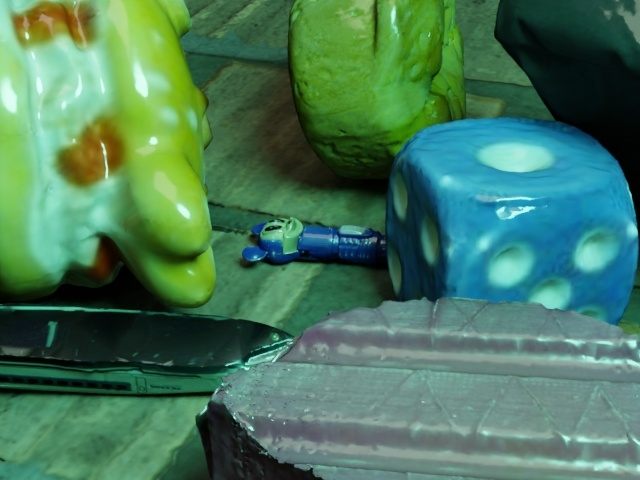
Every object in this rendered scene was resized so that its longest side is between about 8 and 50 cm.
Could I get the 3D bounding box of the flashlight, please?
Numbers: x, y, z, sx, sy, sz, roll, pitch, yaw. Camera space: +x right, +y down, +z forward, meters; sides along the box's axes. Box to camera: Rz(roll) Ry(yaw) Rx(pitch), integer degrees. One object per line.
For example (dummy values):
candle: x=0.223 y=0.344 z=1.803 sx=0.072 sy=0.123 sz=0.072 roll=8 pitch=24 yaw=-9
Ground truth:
flashlight: x=0.000 y=0.000 z=0.866 sx=0.121 sy=0.035 sz=0.057 roll=3 pitch=32 yaw=10

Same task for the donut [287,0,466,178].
donut: x=0.057 y=-0.158 z=0.956 sx=0.128 sy=0.209 sz=0.261 roll=-5 pitch=23 yaw=15

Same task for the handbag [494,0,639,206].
handbag: x=0.305 y=-0.112 z=0.769 sx=0.275 sy=0.302 sz=0.178 roll=24 pitch=85 yaw=38

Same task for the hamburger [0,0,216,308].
hamburger: x=-0.173 y=-0.079 z=0.807 sx=0.186 sy=0.261 sz=0.303 roll=-6 pitch=34 yaw=-13

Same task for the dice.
dice: x=0.126 y=0.000 z=0.756 sx=0.143 sy=0.146 sz=0.146 roll=-8 pitch=32 yaw=-11

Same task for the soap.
soap: x=0.074 y=0.123 z=0.598 sx=0.289 sy=0.112 sz=0.182 roll=3 pitch=33 yaw=9

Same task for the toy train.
toy train: x=-0.134 y=0.081 z=0.746 sx=0.251 sy=0.048 sz=0.055 roll=4 pitch=43 yaw=0
